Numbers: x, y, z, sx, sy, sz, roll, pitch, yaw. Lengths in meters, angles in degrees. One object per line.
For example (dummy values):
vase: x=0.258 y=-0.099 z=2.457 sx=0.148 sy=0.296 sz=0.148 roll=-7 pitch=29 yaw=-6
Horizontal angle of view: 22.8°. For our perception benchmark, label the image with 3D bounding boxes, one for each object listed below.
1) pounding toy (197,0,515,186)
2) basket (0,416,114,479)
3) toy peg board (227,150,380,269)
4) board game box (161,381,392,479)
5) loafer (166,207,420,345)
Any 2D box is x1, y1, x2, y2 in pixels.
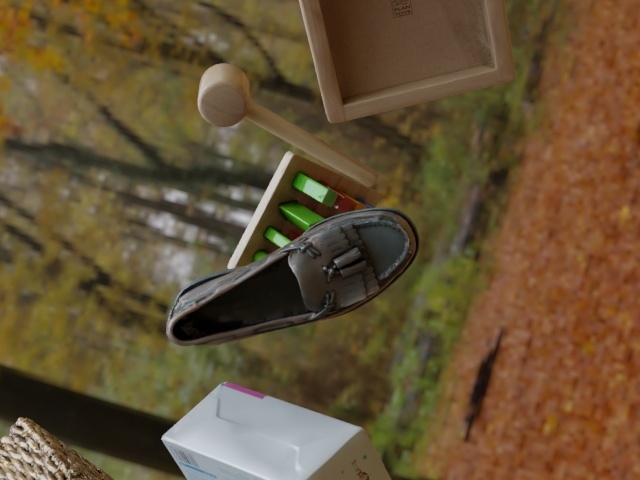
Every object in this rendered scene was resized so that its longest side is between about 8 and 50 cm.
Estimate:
pounding toy: x=0.016 y=-0.133 z=1.056 sx=0.094 sy=0.206 sz=0.181 roll=-101 pitch=-3 yaw=-57
basket: x=-0.316 y=0.379 z=1.890 sx=0.223 sy=0.213 sz=0.299 roll=-53 pitch=23 yaw=-9
toy peg board: x=0.000 y=0.000 z=1.913 sx=0.079 sy=0.161 sz=0.161 roll=34 pitch=98 yaw=47
board game box: x=0.002 y=0.299 z=1.573 sx=0.097 sy=0.224 sz=0.303 roll=-41 pitch=-60 yaw=-25
loafer: x=-0.029 y=0.049 z=1.565 sx=0.096 sy=0.268 sz=0.084 roll=65 pitch=-164 yaw=-7
